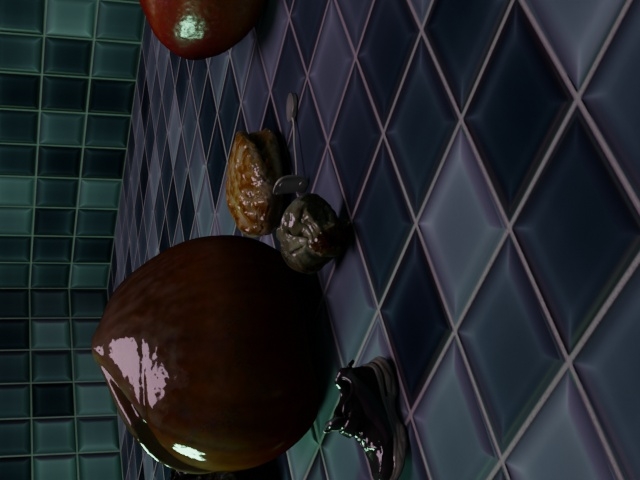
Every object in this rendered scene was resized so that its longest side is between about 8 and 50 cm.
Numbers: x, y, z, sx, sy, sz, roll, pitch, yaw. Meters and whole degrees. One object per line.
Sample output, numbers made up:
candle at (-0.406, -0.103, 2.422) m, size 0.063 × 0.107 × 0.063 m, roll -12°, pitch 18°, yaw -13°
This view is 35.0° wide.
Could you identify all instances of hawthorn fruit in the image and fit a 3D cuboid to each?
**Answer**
hawthorn fruit at (-0.225, -0.499, 1.904) m, size 0.295 × 0.295 × 0.311 m, roll -173°, pitch 86°, yaw -72°

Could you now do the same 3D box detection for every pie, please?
pie at (-0.117, -0.108, 1.835) m, size 0.205 × 0.084 × 0.178 m, roll -123°, pitch 37°, yaw -57°

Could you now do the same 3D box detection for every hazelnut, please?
hazelnut at (-0.177, 0.186, 1.642) m, size 0.409 × 0.359 × 0.359 m, roll -98°, pitch 18°, yaw -52°

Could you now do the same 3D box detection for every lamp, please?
lamp at (-0.057, -0.166, 1.714) m, size 0.050 × 0.056 × 0.198 m, roll 114°, pitch 155°, yaw -56°

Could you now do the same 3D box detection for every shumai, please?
shumai at (0.001, -0.001, 1.476) m, size 0.087 × 0.099 × 0.123 m, roll 30°, pitch 144°, yaw 46°

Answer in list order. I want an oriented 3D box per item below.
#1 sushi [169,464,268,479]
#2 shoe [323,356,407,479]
sushi at (-0.201, 0.520, 1.879) m, size 0.171 × 0.211 × 0.350 m, roll -113°, pitch 35°, yaw -60°
shoe at (0.049, 0.229, 1.279) m, size 0.071 × 0.100 × 0.169 m, roll 128°, pitch 139°, yaw -58°
